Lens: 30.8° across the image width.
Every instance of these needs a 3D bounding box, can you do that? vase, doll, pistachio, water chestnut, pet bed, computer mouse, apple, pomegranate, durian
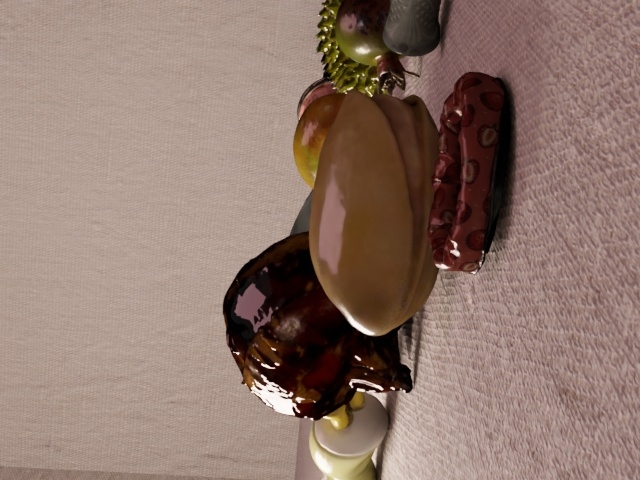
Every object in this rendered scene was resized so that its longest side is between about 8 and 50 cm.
[{"bbox_3d":[0.122,-0.332,1.434,0.219,0.096,0.096,93,178,-48],"label":"vase"},{"bbox_3d":[0.037,0.332,1.827,0.141,0.117,0.296,-55,-19,-41],"label":"doll"},{"bbox_3d":[0.071,-0.032,1.365,0.181,0.162,0.292,156,123,-66],"label":"pistachio"},{"bbox_3d":[0.015,0.127,1.611,0.300,0.300,0.299,-176,90,-87],"label":"water chestnut"},{"bbox_3d":[0.142,-0.066,1.118,0.201,0.054,0.201,-171,90,-87],"label":"pet bed"},{"bbox_3d":[0.000,0.000,2.836,0.371,0.122,0.188,116,155,-63],"label":"computer mouse"},{"bbox_3d":[0.039,-0.159,1.931,0.155,0.183,0.182,-70,-12,-60],"label":"apple"},{"bbox_3d":[0.085,-0.299,1.697,0.129,0.130,0.159,98,168,-51],"label":"pomegranate"},{"bbox_3d":[0.093,-0.369,2.062,0.169,0.158,0.351,-29,-48,-51],"label":"durian"}]

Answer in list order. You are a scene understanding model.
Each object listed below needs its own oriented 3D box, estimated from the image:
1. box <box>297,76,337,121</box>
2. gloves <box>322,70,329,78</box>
[{"bbox_3d":[0.037,-0.233,2.298,0.135,0.151,0.151,-110,22,-61],"label":"box"},{"bbox_3d":[0.053,-0.298,2.441,0.119,0.097,0.229,-62,-9,-14],"label":"gloves"}]
